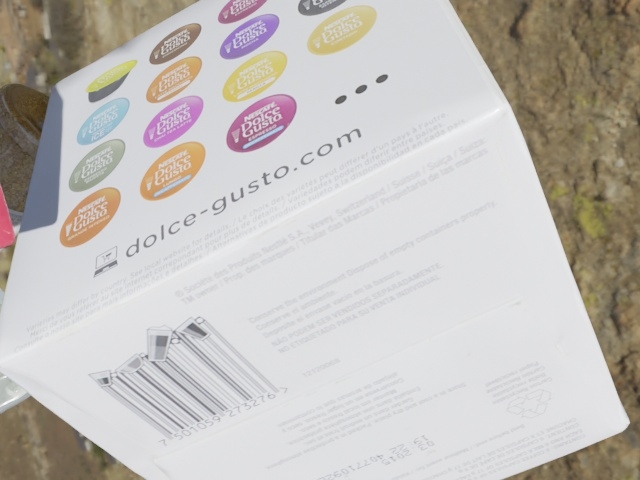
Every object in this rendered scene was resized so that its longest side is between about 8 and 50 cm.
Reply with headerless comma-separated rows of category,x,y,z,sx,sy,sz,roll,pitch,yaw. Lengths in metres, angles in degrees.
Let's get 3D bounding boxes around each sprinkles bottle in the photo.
sprinkles bottle,-0.420,-0.018,0.901,0.355,0.121,0.121,-41,62,17

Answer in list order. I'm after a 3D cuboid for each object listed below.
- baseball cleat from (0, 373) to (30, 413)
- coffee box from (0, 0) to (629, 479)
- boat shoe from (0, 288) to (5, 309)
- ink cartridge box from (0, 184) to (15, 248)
baseball cleat,-0.335,0.160,0.944,0.072,0.205,0.109,55,164,25
coffee box,0.000,0.000,0.649,0.338,0.337,0.334,54,-164,-39
boat shoe,-0.571,0.110,1.311,0.076,0.083,0.226,-52,60,37
ink cartridge box,-0.245,-0.053,0.331,0.128,0.176,0.127,51,150,37
